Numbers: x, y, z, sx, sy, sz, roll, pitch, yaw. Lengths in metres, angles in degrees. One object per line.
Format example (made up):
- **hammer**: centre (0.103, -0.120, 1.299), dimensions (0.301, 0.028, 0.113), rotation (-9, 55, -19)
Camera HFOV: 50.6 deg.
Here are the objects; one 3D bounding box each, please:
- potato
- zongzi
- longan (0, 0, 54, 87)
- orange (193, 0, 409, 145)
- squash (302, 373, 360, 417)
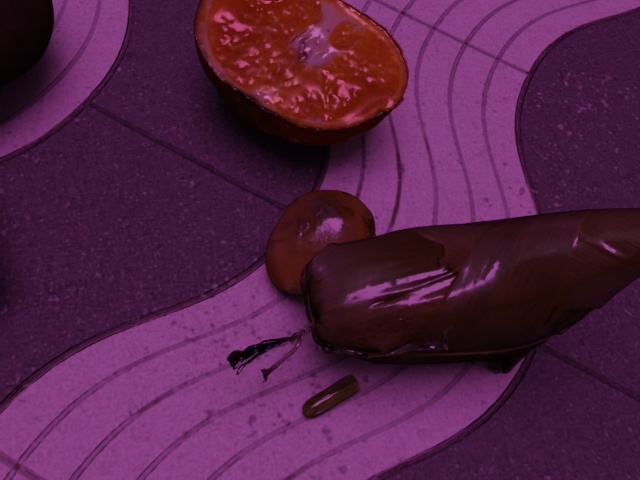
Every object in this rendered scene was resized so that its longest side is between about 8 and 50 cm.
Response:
- **potato**: centre (0.000, 0.000, 0.967), dimensions (0.137, 0.137, 0.176), rotation (35, 65, 11)
- **zongzi**: centre (0.139, 0.041, 0.789), dimensions (0.448, 0.418, 0.181), rotation (1, 67, -22)
- **longan**: centre (-0.569, -0.331, 0.966), dimensions (0.361, 0.361, 0.360), rotation (3, 62, -6)
- **orange**: centre (-0.041, -0.284, 1.046), dimensions (0.310, 0.274, 0.274), rotation (43, 58, -24)
- **squash**: centre (0.012, 0.211, 0.909), dimensions (0.083, 0.027, 0.027), rotation (-27, 69, -21)
